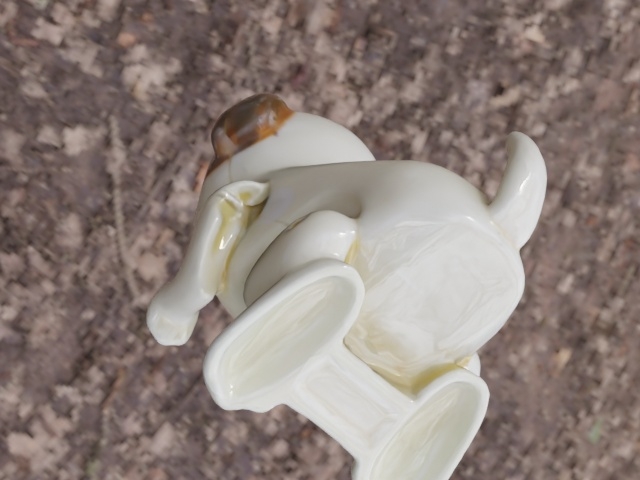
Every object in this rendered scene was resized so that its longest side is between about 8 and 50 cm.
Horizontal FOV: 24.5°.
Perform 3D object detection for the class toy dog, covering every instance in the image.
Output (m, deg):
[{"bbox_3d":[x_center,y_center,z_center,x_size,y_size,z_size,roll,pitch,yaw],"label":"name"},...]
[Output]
[{"bbox_3d":[0.000,0.000,1.462,0.284,0.408,0.395,30,98,-30],"label":"toy dog"}]
